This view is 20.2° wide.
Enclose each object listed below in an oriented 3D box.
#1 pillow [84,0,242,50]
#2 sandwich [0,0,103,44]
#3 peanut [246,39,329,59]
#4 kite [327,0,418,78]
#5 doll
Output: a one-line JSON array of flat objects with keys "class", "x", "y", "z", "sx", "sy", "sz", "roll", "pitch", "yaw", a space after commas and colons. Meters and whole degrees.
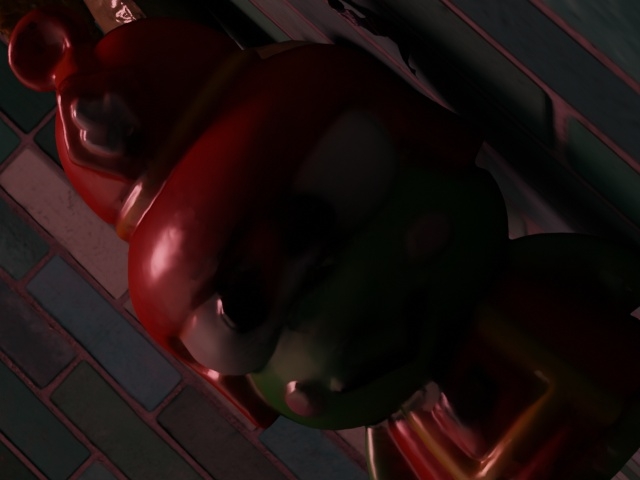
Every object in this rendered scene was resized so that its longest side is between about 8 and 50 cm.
[{"class": "pillow", "x": -0.086, "y": -0.117, "z": 1.310, "sx": 0.302, "sy": 0.075, "sz": 0.185, "roll": 54, "pitch": -175, "yaw": 21}, {"class": "sandwich", "x": -0.261, "y": -0.253, "z": 1.321, "sx": 0.251, "sy": 0.087, "sz": 0.226, "roll": 57, "pitch": -172, "yaw": -74}, {"class": "peanut", "x": -0.023, "y": -0.061, "z": 1.071, "sx": 0.137, "sy": 0.122, "sz": 0.253, "roll": 32, "pitch": -178, "yaw": -8}, {"class": "kite", "x": -0.067, "y": -0.183, "z": 0.939, "sx": 0.360, "sy": 0.022, "sz": 0.204, "roll": 41, "pitch": 172, "yaw": 48}, {"class": "doll", "x": 0.000, "y": 0.000, "z": 0.874, "sx": 0.363, "sy": 0.183, "sz": 0.160, "roll": 36, "pitch": -160, "yaw": -2}]
